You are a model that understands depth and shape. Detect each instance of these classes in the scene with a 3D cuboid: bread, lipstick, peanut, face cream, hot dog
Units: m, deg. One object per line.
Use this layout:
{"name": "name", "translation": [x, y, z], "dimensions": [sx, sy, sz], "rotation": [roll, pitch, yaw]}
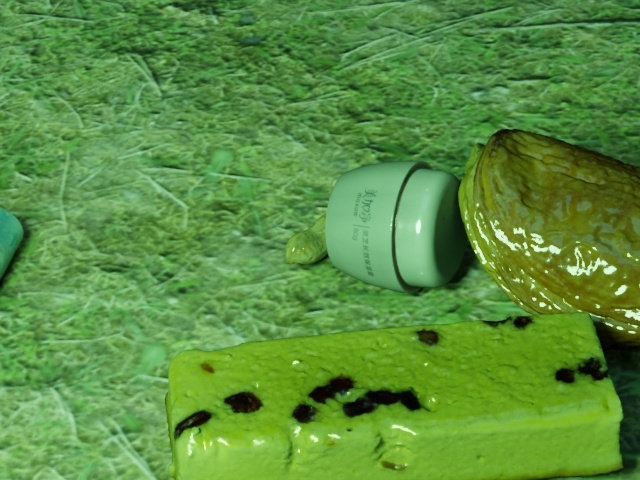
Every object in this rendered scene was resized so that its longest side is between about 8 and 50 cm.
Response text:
{"name": "bread", "translation": [0.053, 0.134, 1.597], "dimensions": [0.361, 0.077, 0.138], "rotation": [-5, 37, -2]}
{"name": "lipstick", "translation": [-0.313, 0.036, 1.777], "dimensions": [0.048, 0.048, 0.158], "rotation": [6, 39, 12]}
{"name": "peanut", "translation": [0.000, 0.000, 1.809], "dimensions": [0.037, 0.037, 0.083], "rotation": [27, 46, 33]}
{"name": "face cream", "translation": [0.068, -0.013, 1.755], "dimensions": [0.104, 0.117, 0.117], "rotation": [7, 38, 25]}
{"name": "hot dog", "translation": [0.248, -0.003, 1.722], "dimensions": [0.272, 0.122, 0.196], "rotation": [17, 38, 14]}
